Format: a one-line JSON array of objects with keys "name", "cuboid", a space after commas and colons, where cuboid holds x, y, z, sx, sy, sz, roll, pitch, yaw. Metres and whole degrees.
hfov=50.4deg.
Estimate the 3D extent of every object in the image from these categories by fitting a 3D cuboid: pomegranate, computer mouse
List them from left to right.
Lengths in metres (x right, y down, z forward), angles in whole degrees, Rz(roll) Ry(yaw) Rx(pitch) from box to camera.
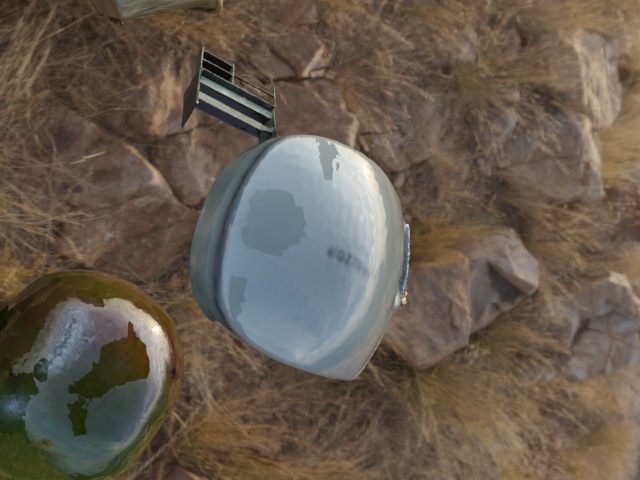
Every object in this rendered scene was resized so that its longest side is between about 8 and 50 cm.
[{"name": "pomegranate", "cuboid": [-0.222, 0.094, 0.533, 0.224, 0.181, 0.182, 30, 71, -16]}, {"name": "computer mouse", "cuboid": [0.011, 0.021, 0.412, 0.231, 0.079, 0.128, 28, 79, -58]}]

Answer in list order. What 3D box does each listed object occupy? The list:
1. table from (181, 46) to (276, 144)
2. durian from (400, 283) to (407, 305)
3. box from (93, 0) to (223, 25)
[{"name": "table", "cuboid": [-0.150, -0.227, 1.138, 0.146, 0.062, 0.175, 24, 35, -26]}, {"name": "durian", "cuboid": [-0.004, -0.009, 0.845, 0.183, 0.249, 0.138, -42, 128, -56]}, {"name": "box", "cuboid": [-0.125, -0.214, 0.500, 0.111, 0.177, 0.111, -9, 114, -22]}]
